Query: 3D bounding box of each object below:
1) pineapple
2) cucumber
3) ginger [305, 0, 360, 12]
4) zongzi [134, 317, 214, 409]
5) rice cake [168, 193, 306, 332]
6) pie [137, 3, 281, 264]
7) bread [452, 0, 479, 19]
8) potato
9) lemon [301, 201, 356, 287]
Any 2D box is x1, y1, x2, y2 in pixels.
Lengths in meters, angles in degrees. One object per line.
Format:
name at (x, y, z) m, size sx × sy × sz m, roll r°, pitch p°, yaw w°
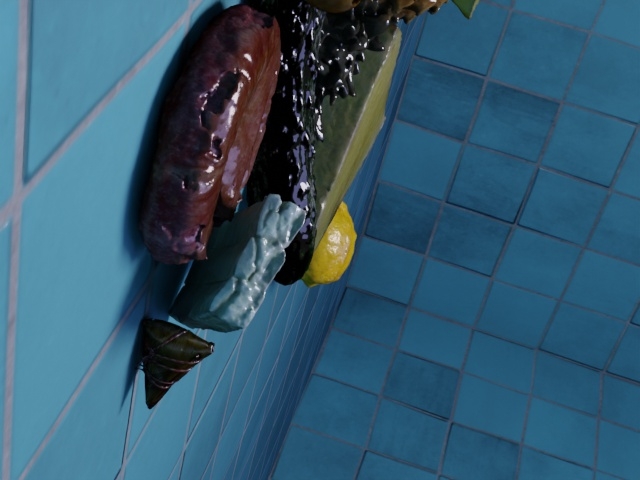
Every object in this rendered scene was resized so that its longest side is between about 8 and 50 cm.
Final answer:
pineapple at (0.061, -0.270, 1.062) m, size 0.362 × 0.202 × 0.202 m, roll -61°, pitch 177°, yaw 9°
cucumber at (-0.036, -0.094, 1.002) m, size 0.072 × 0.081 × 0.303 m, roll -30°, pitch 136°, yaw -44°
ginger at (0.020, -0.327, 0.801) m, size 0.133 × 0.107 × 0.309 m, roll -15°, pitch 121°, yaw -67°
zongzi at (-0.139, 0.113, 0.963) m, size 0.083 × 0.067 × 0.073 m, roll 142°, pitch -37°, yaw -67°
rice cake at (-0.081, 0.023, 0.953) m, size 0.124 × 0.038 × 0.211 m, roll -63°, pitch -165°, yaw -8°
pie at (-0.082, -0.081, 0.855) m, size 0.218 × 0.054 × 0.204 m, roll -65°, pitch 173°, yaw -54°
bread at (0.306, -0.547, 1.639) m, size 0.362 × 0.245 × 0.233 m, roll -27°, pitch 153°, yaw -24°
potato at (-0.010, -0.108, 1.257) m, size 0.269 × 0.112 × 0.255 m, roll 88°, pitch 26°, yaw -73°
lemon at (0.000, 0.000, 1.729) m, size 0.114 × 0.114 × 0.155 m, roll -28°, pitch 131°, yaw -83°
